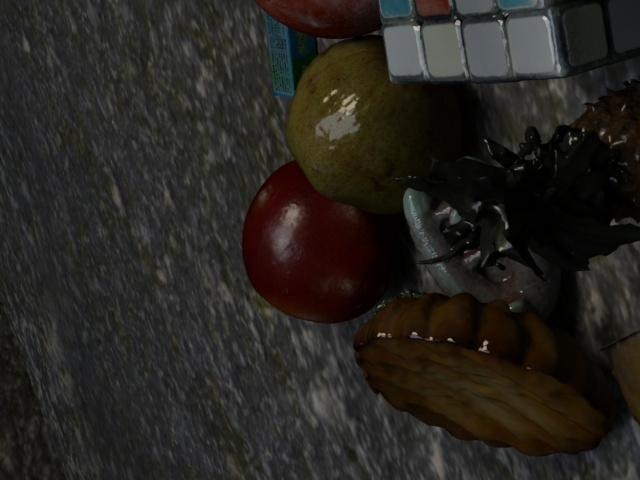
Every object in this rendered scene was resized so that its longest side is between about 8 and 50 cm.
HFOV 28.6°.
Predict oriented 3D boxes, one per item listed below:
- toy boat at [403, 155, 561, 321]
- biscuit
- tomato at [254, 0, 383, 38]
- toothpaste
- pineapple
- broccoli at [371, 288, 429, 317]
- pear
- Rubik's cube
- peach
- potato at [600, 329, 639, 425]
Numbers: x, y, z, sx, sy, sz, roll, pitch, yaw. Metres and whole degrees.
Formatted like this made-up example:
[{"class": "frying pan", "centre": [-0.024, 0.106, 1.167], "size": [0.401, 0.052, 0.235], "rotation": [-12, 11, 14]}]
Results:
[{"class": "toy boat", "centre": [0.197, 0.016, 1.508], "size": [0.155, 0.085, 0.227], "rotation": [-29, 101, 24]}, {"class": "biscuit", "centre": [0.197, 0.157, 1.512], "size": [0.326, 0.326, 0.107], "rotation": [-20, 45, 58]}, {"class": "tomato", "centre": [0.015, -0.376, 1.508], "size": [0.227, 0.270, 0.270], "rotation": [-150, 48, -74]}, {"class": "toothpaste", "centre": [-0.049, -0.341, 1.812], "size": [0.065, 0.050, 0.266], "rotation": [17, 119, 51]}, {"class": "pineapple", "centre": [0.248, -0.051, 1.219], "size": [0.165, 0.365, 0.165], "rotation": [40, 142, 41]}, {"class": "broccoli", "centre": [0.121, 0.149, 1.701], "size": [0.167, 0.160, 0.154], "rotation": [-16, 120, 48]}, {"class": "pear", "centre": [0.076, -0.148, 1.573], "size": [0.211, 0.229, 0.188], "rotation": [123, 159, -45]}, {"class": "Rubik's cube", "centre": [0.216, -0.300, 1.240], "size": [0.259, 0.256, 0.253], "rotation": [7, 111, 56]}, {"class": "peach", "centre": [0.000, 0.000, 1.769], "size": [0.243, 0.200, 0.243], "rotation": [21, 122, 39]}, {"class": "potato", "centre": [0.427, 0.172, 1.216], "size": [0.266, 0.229, 0.229], "rotation": [62, 147, 8]}]
